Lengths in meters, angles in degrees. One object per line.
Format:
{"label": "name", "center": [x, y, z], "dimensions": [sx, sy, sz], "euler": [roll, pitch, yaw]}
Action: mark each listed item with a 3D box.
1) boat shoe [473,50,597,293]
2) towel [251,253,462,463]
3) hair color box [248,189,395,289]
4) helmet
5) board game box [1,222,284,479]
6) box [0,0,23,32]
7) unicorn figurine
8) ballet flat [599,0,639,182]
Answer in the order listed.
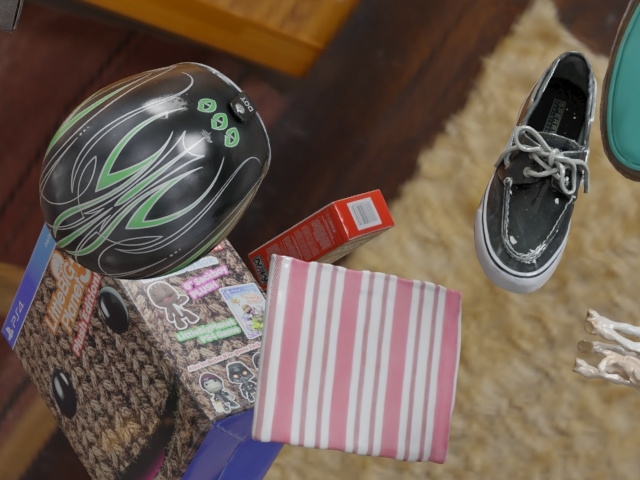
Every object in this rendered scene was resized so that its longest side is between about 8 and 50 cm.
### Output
{"label": "boat shoe", "center": [0.260, -0.085, 2.002], "dimensions": [0.113, 0.105, 0.306], "euler": [23, 60, 4]}
{"label": "towel", "center": [0.030, 0.096, 1.358], "dimensions": [0.029, 0.197, 0.144], "euler": [-5, 76, 53]}
{"label": "hair color box", "center": [0.000, 0.000, 1.732], "dimensions": [0.141, 0.072, 0.043], "euler": [-30, 80, 45]}
{"label": "helmet", "center": [-0.136, -0.049, 1.353], "dimensions": [0.169, 0.161, 0.169], "euler": [28, 140, 27]}
{"label": "board game box", "center": [-0.165, 0.113, 1.729], "dimensions": [0.291, 0.141, 0.232], "euler": [53, 137, 24]}
{"label": "box", "center": [-0.265, -0.233, 0.999], "dimensions": [0.056, 0.231, 0.183], "euler": [121, 160, -56]}
{"label": "unicorn figurine", "center": [0.243, 0.079, 1.255], "dimensions": [0.111, 0.162, 0.060], "euler": [15, 121, 8]}
{"label": "ballet flat", "center": [0.292, -0.191, 1.295], "dimensions": [0.107, 0.106, 0.316], "euler": [20, 95, 16]}
